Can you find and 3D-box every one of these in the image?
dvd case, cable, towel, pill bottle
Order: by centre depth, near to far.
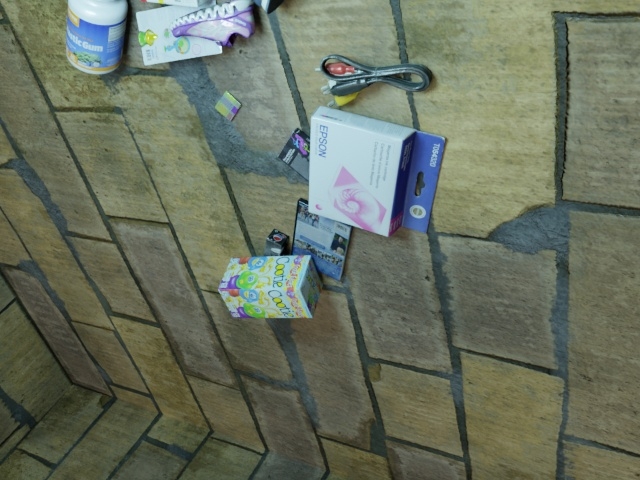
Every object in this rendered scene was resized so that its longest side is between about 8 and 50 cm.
[{"bbox_3d":[0.115,-0.394,1.571,0.287,0.072,0.139,-7,126,27],"label":"cable"},{"bbox_3d":[-0.602,-0.597,1.807,0.152,0.152,0.272,34,140,4],"label":"pill bottle"},{"bbox_3d":[-0.258,-0.376,1.875,0.060,0.009,0.083,43,139,-5],"label":"towel"},{"bbox_3d":[0.000,0.000,2.030,0.180,0.022,0.253,26,138,15],"label":"dvd case"}]

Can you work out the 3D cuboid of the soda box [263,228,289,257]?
[{"bbox_3d":[-0.146,0.045,2.151,0.060,0.053,0.169,27,139,12],"label":"soda box"}]

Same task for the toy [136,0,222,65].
[{"bbox_3d":[-0.359,-0.540,1.744,0.237,0.056,0.137,-3,101,19],"label":"toy"}]

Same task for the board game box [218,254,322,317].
[{"bbox_3d":[-0.154,0.147,2.106,0.275,0.142,0.144,-3,134,21],"label":"board game box"}]

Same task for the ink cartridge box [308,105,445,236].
[{"bbox_3d":[0.131,-0.161,1.728,0.330,0.071,0.324,18,136,15],"label":"ink cartridge box"}]

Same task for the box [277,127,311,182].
[{"bbox_3d":[-0.029,-0.220,1.842,0.162,0.029,0.116,38,138,-2],"label":"box"}]

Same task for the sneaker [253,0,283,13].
[{"bbox_3d":[-0.117,-0.619,1.424,0.131,0.112,0.319,43,157,2],"label":"sneaker"}]

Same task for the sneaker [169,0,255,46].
[{"bbox_3d":[-0.259,-0.520,1.643,0.236,0.095,0.104,-7,118,23],"label":"sneaker"}]

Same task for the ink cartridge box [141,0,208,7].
[{"bbox_3d":[-0.385,-0.660,1.649,0.231,0.078,0.134,16,134,24],"label":"ink cartridge box"}]
